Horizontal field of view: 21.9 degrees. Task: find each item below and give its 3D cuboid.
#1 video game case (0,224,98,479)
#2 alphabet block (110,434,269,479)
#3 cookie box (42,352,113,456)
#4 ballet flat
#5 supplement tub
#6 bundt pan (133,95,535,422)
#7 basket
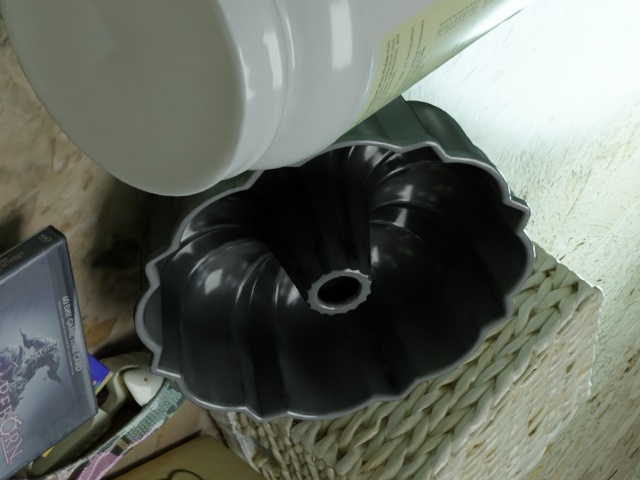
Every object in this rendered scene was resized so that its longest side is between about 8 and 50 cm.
[{"bbox_3d":[-0.279,0.130,1.174,0.274,0.026,0.196,-35,143,-29],"label":"video game case"},{"bbox_3d":[-0.134,0.337,1.625,0.197,0.192,0.193,-21,142,-56],"label":"alphabet block"},{"bbox_3d":[-0.223,0.116,1.316,0.092,0.040,0.107,-52,158,-7],"label":"cookie box"},{"bbox_3d":[-0.187,0.149,1.412,0.221,0.077,0.079,-45,137,-24],"label":"ballet flat"},{"bbox_3d":[-0.016,-0.188,1.039,0.325,0.235,0.235,-37,152,-39],"label":"supplement tub"},{"bbox_3d":[0.000,0.000,1.357,0.331,0.124,0.331,-10,137,-10],"label":"bundt pan"},{"bbox_3d":[0.089,0.147,1.713,0.331,0.266,0.328,-47,158,-17],"label":"basket"}]
